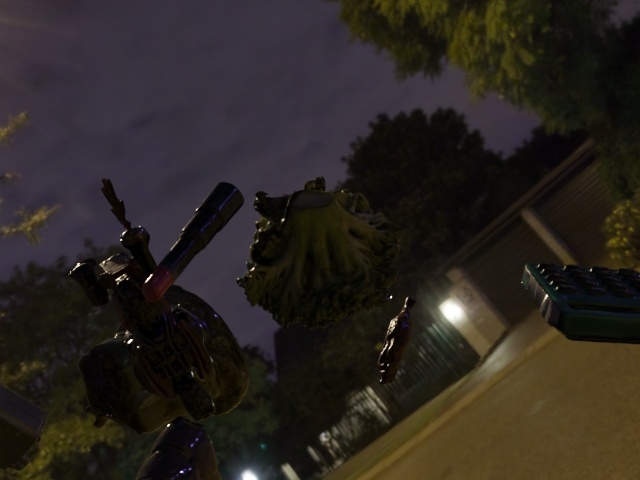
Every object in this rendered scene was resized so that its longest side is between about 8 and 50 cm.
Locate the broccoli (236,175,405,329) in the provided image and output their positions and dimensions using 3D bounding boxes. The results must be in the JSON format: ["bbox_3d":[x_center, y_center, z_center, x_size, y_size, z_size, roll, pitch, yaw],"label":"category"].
[{"bbox_3d":[0.000,0.020,1.336,0.324,0.334,0.272,-39,-42,-66],"label":"broccoli"}]

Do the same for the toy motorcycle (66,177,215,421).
[{"bbox_3d":[-0.280,0.100,1.016,0.134,0.401,0.207,-32,32,-15],"label":"toy motorcycle"}]

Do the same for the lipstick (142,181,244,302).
[{"bbox_3d":[-0.190,0.003,0.960,0.053,0.053,0.234,-52,5,49],"label":"lipstick"}]

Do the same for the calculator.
[{"bbox_3d":[0.504,0.102,1.142,0.274,0.248,0.058,-81,-5,-72],"label":"calculator"}]

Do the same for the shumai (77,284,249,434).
[{"bbox_3d":[-0.392,0.312,1.546,0.324,0.398,0.323,-29,8,42],"label":"shumai"}]

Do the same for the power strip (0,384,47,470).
[{"bbox_3d":[-0.447,0.175,0.760,0.078,0.272,0.052,-43,22,13],"label":"power strip"}]

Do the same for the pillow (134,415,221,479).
[{"bbox_3d":[-0.181,0.422,0.821,0.228,0.101,0.327,-71,-19,-62],"label":"pillow"}]

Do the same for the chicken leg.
[{"bbox_3d":[0.167,0.213,1.424,0.089,0.048,0.219,103,-173,-67],"label":"chicken leg"}]
